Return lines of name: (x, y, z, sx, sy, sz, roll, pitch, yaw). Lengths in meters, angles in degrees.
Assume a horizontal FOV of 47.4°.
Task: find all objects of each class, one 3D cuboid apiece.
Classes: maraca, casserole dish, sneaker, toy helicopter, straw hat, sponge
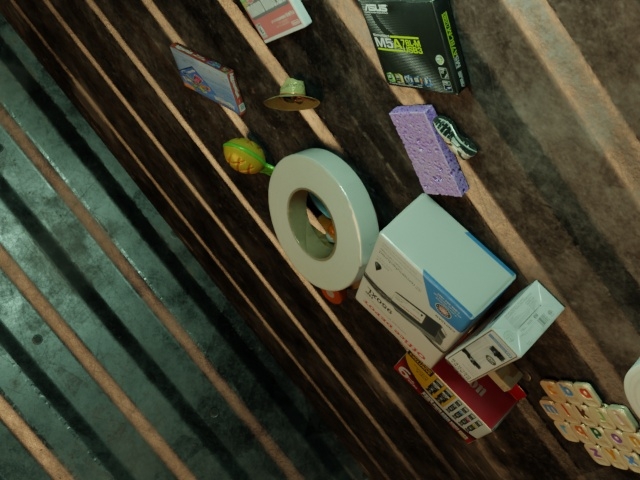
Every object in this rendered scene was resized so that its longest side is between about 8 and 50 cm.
maraca: (-0.211, -0.244, 2.193, 0.185, 0.099, 0.127, 31, 169, -27)
casserole dish: (0.032, -0.121, 2.004, 0.114, 0.037, 0.188, 53, 157, -7)
sneaker: (0.260, -0.200, 1.447, 0.109, 0.040, 0.044, 48, 160, 4)
toy helicopter: (0.000, 0.000, 2.126, 0.355, 0.140, 0.235, 41, 149, 17)
straw hat: (-0.067, -0.361, 1.766, 0.144, 0.144, 0.061, -6, 83, 64)
sponge: (0.229, -0.188, 1.535, 0.117, 0.031, 0.210, 14, 139, 55)

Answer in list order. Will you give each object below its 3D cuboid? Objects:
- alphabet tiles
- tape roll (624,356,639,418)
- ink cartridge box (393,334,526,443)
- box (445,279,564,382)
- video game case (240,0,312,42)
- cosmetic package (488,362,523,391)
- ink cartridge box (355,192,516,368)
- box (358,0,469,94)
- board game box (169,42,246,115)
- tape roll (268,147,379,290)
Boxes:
alphabet tiles: (0.657, 0.441, 1.750, 0.278, 0.021, 0.284, 53, 158, -9)
tape roll: (0.667, 0.246, 1.226, 0.246, 0.169, 0.246, 40, 155, 23)
ink cartridge box: (0.383, 0.391, 2.042, 0.309, 0.130, 0.272, 45, 156, 13)
box: (0.411, 0.215, 1.657, 0.087, 0.169, 0.290, 46, 158, 9)
video game case: (-0.145, -0.584, 1.612, 0.204, 0.025, 0.285, 6, 132, 60)
cosmetic package: (0.461, 0.328, 1.887, 0.115, 0.060, 0.041, 45, 156, 6)
ink cartridge box: (0.261, 0.114, 1.778, 0.285, 0.166, 0.395, 44, 158, 15)
box: (0.172, -0.366, 1.341, 0.190, 0.045, 0.184, 23, 148, 47)
board game box: (-0.330, -0.474, 2.131, 0.281, 0.027, 0.145, 33, 151, 36)
tape roll: (0.002, -0.052, 1.950, 0.392, 0.072, 0.392, 31, 132, 41)
